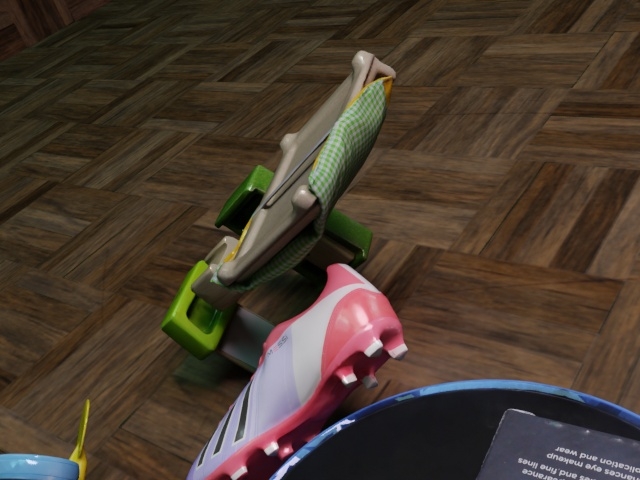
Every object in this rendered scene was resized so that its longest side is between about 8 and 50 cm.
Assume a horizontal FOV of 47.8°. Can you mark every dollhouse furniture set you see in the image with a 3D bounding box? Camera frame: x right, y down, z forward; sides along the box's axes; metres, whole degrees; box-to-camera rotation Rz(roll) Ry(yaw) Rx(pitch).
[{"bbox_3d":[0.000,0.000,0.677,0.301,0.151,0.197,-41,22,48],"label":"dollhouse furniture set"}]

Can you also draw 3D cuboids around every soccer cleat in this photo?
[{"bbox_3d":[-0.032,0.129,0.611,0.248,0.083,0.095,-47,52,17],"label":"soccer cleat"}]

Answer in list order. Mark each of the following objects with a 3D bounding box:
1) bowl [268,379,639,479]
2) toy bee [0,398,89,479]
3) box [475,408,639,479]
[{"bbox_3d":[0.101,0.245,0.458,0.391,0.077,0.391,-13,33,9],"label":"bowl"},{"bbox_3d":[-0.238,0.225,0.600,0.299,0.162,0.195,21,66,8],"label":"toy bee"},{"bbox_3d":[0.147,0.187,0.363,0.156,0.093,0.158,7,40,34],"label":"box"}]
